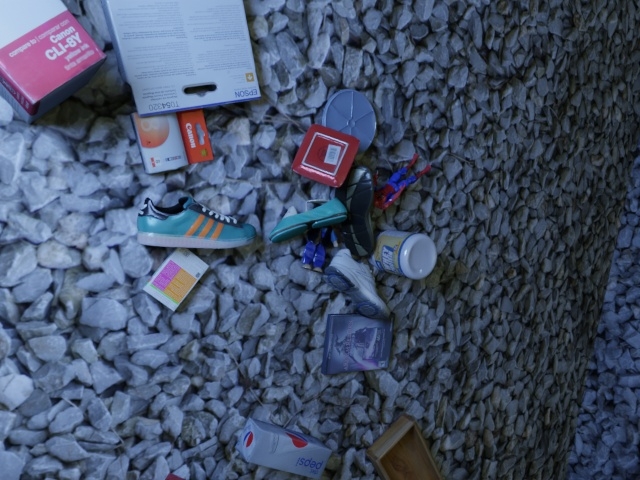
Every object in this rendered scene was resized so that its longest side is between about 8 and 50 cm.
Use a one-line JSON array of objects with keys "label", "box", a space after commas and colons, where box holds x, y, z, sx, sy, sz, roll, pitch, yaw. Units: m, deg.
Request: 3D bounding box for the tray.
[{"label": "tray", "box": [0.328, 0.861, 1.703, 0.203, 0.076, 0.411, -36, 113, -24]}]

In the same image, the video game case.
[{"label": "video game case", "box": [0.131, 0.340, 1.533, 0.274, 0.026, 0.196, 4, 94, -34]}]

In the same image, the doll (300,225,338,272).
[{"label": "doll", "box": [0.000, 0.000, 1.388, 0.129, 0.046, 0.189, 18, 80, -24]}]

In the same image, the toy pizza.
[{"label": "toy pizza", "box": [0.086, -0.358, 1.404, 0.201, 0.032, 0.201, -6, 101, -32]}]

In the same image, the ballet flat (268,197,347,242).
[{"label": "ballet flat", "box": [-0.045, -0.066, 1.329, 0.247, 0.083, 0.087, -18, 71, -15]}]

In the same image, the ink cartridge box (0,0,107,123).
[{"label": "ink cartridge box", "box": [-0.594, -0.423, 0.804, 0.160, 0.279, 0.384, -46, 118, -20]}]

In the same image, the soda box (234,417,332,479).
[{"label": "soda box", "box": [-0.105, 0.626, 1.377, 0.286, 0.091, 0.098, 33, 78, -32]}]

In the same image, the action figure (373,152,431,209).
[{"label": "action figure", "box": [0.247, -0.197, 1.471, 0.280, 0.139, 0.091, -41, 75, -20]}]

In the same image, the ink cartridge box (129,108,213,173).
[{"label": "ink cartridge box", "box": [-0.356, -0.250, 1.125, 0.179, 0.045, 0.145, -18, 106, -27]}]

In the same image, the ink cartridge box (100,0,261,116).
[{"label": "ink cartridge box", "box": [-0.327, -0.484, 1.099, 0.324, 0.071, 0.330, -19, 110, -30]}]

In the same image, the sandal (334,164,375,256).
[{"label": "sandal", "box": [0.115, -0.093, 1.415, 0.086, 0.120, 0.302, -52, 145, -50]}]

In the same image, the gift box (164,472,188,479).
[{"label": "gift box", "box": [-0.310, 0.764, 1.177, 0.258, 0.276, 0.255, 47, 58, -25]}]

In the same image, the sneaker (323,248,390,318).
[{"label": "sneaker", "box": [0.137, 0.143, 1.458, 0.297, 0.111, 0.129, 49, 49, -28]}]

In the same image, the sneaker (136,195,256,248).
[{"label": "sneaker", "box": [-0.298, -0.047, 1.151, 0.302, 0.108, 0.121, 1, 100, -32]}]

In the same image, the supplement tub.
[{"label": "supplement tub", "box": [0.254, 0.041, 1.467, 0.144, 0.200, 0.144, -4, 98, -33]}]

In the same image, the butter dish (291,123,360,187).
[{"label": "butter dish", "box": [0.020, -0.232, 1.336, 0.160, 0.118, 0.160, 22, 82, 11]}]

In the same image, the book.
[{"label": "book", "box": [-0.368, 0.093, 1.171, 0.096, 0.035, 0.144, 45, 72, -26]}]
